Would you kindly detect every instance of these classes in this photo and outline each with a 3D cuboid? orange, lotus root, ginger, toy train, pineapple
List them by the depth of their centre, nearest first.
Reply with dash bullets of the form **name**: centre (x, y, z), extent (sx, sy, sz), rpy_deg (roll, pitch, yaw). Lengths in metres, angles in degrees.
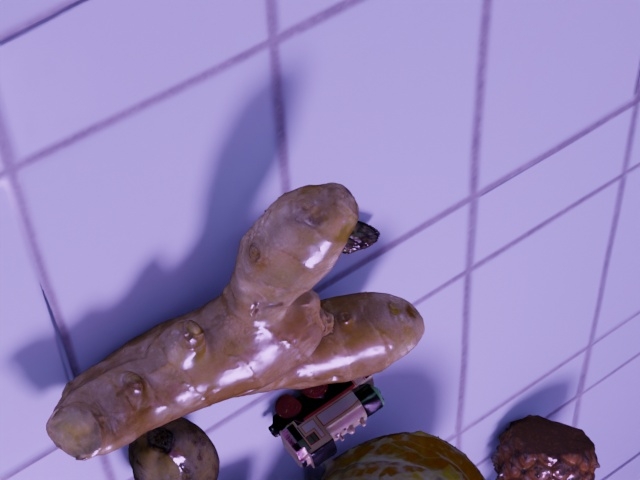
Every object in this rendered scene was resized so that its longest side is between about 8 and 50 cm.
- **ginger**: centre (-0.080, 0.107, 1.341), extent (0.348, 0.122, 0.363), rpy_deg (-30, 161, 2)
- **lotus root**: centre (-0.151, 0.228, 1.407), extent (0.179, 0.089, 0.080), rpy_deg (90, 13, -60)
- **toy train**: centre (0.011, 0.195, 1.551), extent (0.138, 0.087, 0.050), rpy_deg (-34, 149, -14)
- **orange**: centre (0.086, 0.395, 1.684), extent (0.329, 0.249, 0.329), rpy_deg (23, 90, -82)
- **pineapple**: centre (0.317, 0.447, 2.017), extent (0.165, 0.165, 0.365), rpy_deg (-10, 114, -41)

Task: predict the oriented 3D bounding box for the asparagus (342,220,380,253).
- **asparagus**: centre (0.000, 0.000, 1.375), extent (0.165, 0.030, 0.036), rpy_deg (-8, 120, -42)
